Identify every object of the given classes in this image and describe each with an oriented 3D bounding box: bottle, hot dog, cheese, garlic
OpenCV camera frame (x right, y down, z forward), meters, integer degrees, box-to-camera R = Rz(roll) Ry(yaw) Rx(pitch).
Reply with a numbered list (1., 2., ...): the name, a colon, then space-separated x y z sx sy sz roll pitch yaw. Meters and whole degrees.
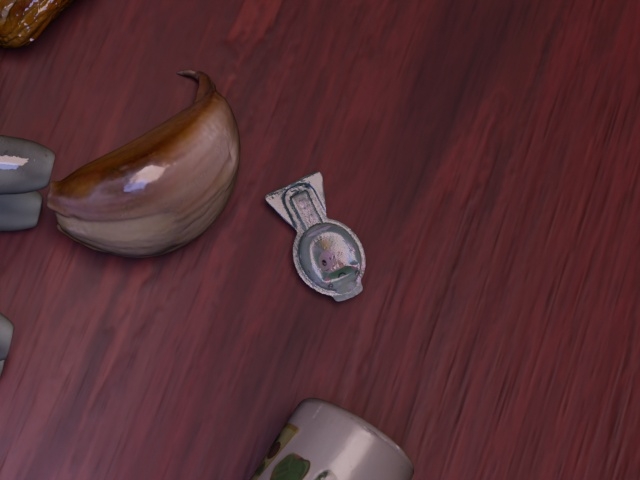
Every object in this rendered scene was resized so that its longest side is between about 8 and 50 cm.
1. bottle: -0.033 0.264 1.101 0.120 0.120 0.253 36 73 -2
2. hot dog: -0.257 -0.241 1.198 0.099 0.065 0.147 39 73 17
3. cheese: 0.000 0.000 1.217 0.067 0.026 0.121 -26 83 -17
4. garlic: -0.129 -0.056 1.168 0.206 0.128 0.115 -43 116 -29

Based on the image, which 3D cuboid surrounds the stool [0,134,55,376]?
1. stool: -0.332 0.003 1.063 0.198 0.195 0.195 13 74 -15
